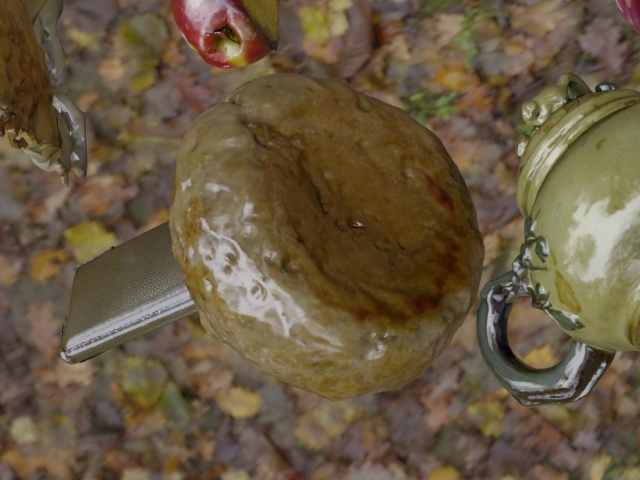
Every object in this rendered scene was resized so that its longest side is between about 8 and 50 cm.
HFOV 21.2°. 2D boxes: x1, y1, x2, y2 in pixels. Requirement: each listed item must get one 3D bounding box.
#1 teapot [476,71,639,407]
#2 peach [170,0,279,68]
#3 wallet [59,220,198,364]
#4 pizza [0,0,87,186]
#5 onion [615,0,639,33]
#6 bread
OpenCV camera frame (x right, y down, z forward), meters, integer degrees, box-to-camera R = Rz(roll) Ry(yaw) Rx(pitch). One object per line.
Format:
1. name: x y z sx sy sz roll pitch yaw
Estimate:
1. teapot: 0.187 -0.018 1.099 0.269 0.173 0.182 -52 55 21
2. peach: -0.105 -0.252 1.841 0.092 0.172 0.127 -25 117 14
3. wallet: -0.139 0.032 1.481 0.198 0.110 0.031 -25 132 26
4. pizza: -0.170 -0.229 0.519 0.080 0.435 0.392 -7 82 6
5. onion: 0.352 -0.243 1.542 0.177 0.177 0.153 -35 105 27
6. bread: 0.000 0.000 1.156 0.230 0.230 0.123 51 138 4
